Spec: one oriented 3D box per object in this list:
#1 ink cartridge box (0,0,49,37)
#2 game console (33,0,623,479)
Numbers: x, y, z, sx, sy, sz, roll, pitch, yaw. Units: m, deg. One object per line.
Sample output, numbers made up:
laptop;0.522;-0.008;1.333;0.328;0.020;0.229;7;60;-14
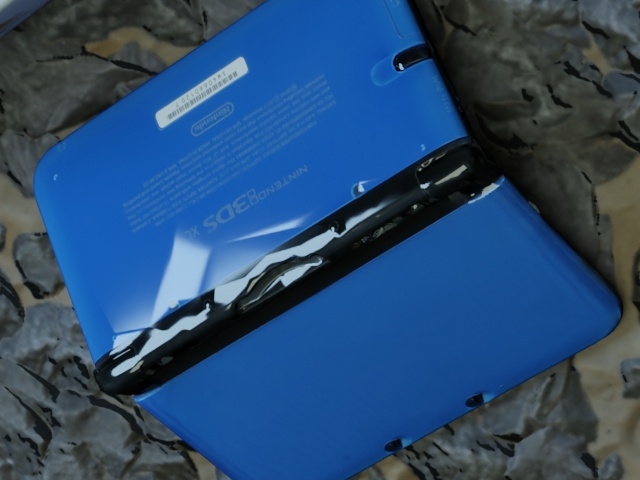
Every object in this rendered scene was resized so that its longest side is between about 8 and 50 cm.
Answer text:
ink cartridge box;-0.334;-0.203;1.206;0.385;0.160;0.279;-33;97;22
game console;0.000;0.000;1.258;0.293;0.173;0.250;-31;67;22
